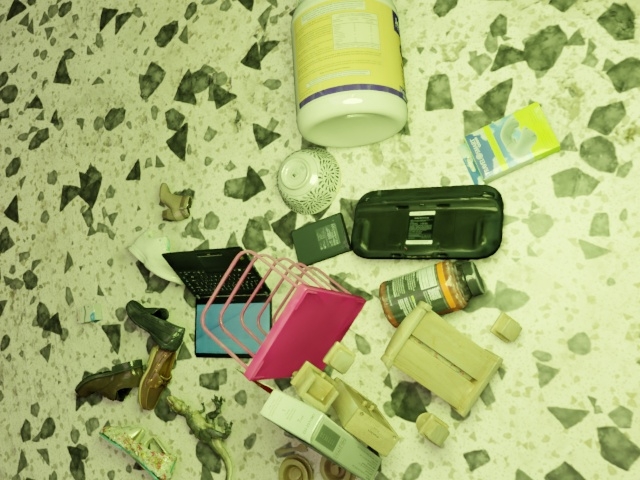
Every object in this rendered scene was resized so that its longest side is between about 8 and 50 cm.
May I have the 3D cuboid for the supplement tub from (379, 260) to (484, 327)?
[{"bbox_3d":[0.227,0.105,1.072,0.198,0.106,0.105,-20,74,21],"label":"supplement tub"}]

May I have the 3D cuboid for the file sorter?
[{"bbox_3d":[-0.076,0.150,1.105,0.182,0.291,0.202,35,96,28],"label":"file sorter"}]

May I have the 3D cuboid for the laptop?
[{"bbox_3d":[-0.251,0.156,1.270,0.235,0.264,0.136,-5,44,24],"label":"laptop"}]

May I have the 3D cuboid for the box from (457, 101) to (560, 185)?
[{"bbox_3d":[0.381,-0.195,1.078,0.178,0.042,0.108,-25,72,19],"label":"box"}]

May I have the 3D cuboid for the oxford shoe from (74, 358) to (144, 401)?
[{"bbox_3d":[-0.574,0.397,1.419,0.227,0.083,0.096,-22,78,22],"label":"oxford shoe"}]

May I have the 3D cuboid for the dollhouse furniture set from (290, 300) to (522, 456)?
[{"bbox_3d":[0.159,0.216,1.053,0.303,0.174,0.355,37,87,-12],"label":"dollhouse furniture set"}]

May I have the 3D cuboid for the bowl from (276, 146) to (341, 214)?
[{"bbox_3d":[-0.043,-0.150,1.249,0.170,0.080,0.169,-3,82,25],"label":"bowl"}]

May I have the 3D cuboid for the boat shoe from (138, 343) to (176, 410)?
[{"bbox_3d":[-0.422,0.358,1.362,0.060,0.064,0.177,13,86,28],"label":"boat shoe"}]

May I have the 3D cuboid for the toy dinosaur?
[{"bbox_3d":[-0.267,0.459,1.281,0.268,0.064,0.118,45,109,21],"label":"toy dinosaur"}]

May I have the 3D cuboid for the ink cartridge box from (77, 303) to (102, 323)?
[{"bbox_3d":[-0.676,0.214,1.521,0.083,0.028,0.048,-15,76,23],"label":"ink cartridge box"}]

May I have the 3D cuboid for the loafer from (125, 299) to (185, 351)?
[{"bbox_3d":[-0.432,0.209,1.381,0.223,0.076,0.078,28,83,34],"label":"loafer"}]

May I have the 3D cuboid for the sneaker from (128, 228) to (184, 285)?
[{"bbox_3d":[-0.427,0.038,1.409,0.212,0.080,0.094,33,85,26],"label":"sneaker"}]

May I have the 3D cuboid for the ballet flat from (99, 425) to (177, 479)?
[{"bbox_3d":[-0.464,0.534,1.359,0.241,0.091,0.077,25,63,22],"label":"ballet flat"}]

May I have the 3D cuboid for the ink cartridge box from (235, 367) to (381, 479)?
[{"bbox_3d":[-0.034,0.369,1.040,0.239,0.275,0.060,12,62,39],"label":"ink cartridge box"}]

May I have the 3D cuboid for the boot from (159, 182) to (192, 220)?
[{"bbox_3d":[-0.392,-0.108,1.433,0.087,0.042,0.118,-10,79,17],"label":"boot"}]

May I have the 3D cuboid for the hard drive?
[{"bbox_3d":[0.000,0.000,1.239,0.135,0.022,0.094,-20,75,21],"label":"hard drive"}]

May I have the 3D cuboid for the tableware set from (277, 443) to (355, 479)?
[{"bbox_3d":[-0.013,0.515,1.161,0.194,0.039,0.128,-20,74,21],"label":"tableware set"}]

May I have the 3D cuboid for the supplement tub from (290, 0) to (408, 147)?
[{"bbox_3d":[0.058,-0.395,1.148,0.241,0.241,0.330,-8,79,24],"label":"supplement tub"}]

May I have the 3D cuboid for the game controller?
[{"bbox_3d":[0.217,-0.037,1.108,0.320,0.067,0.166,-1,70,26],"label":"game controller"}]
